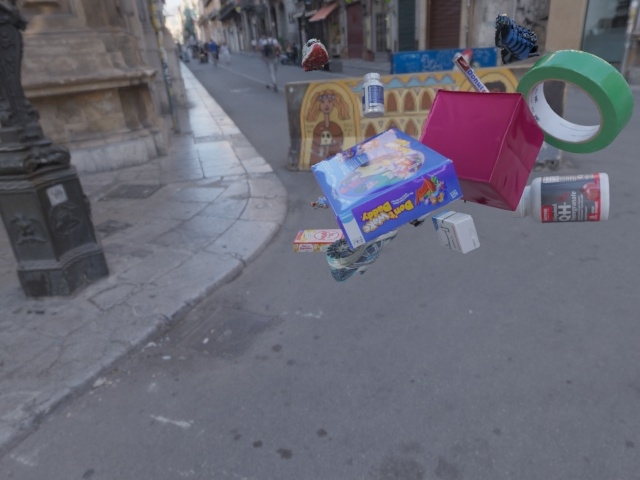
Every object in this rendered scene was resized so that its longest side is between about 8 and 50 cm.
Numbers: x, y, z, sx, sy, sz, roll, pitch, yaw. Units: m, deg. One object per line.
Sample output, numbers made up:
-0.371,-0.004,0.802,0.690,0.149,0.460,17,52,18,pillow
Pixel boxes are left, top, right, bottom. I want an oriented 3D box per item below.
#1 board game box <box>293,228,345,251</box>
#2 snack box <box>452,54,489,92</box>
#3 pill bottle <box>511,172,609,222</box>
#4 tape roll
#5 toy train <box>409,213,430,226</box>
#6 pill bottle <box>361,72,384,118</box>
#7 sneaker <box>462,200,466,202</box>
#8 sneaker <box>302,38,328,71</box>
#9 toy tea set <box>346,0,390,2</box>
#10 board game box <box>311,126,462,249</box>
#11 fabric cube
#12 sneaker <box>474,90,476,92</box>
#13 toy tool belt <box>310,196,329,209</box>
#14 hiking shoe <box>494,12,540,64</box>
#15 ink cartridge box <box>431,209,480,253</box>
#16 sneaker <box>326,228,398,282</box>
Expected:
0.000,0.000,1.790,0.193,0.045,0.147,-1,22,9,board game box
0.454,-0.467,1.298,0.022,0.178,0.064,-39,13,18,snack box
0.893,-0.155,1.662,0.318,0.177,0.176,-1,23,29,pill bottle
0.748,-0.407,1.324,0.077,0.321,0.321,-44,35,-10,tape roll
0.363,-0.213,1.958,0.142,0.334,0.190,-31,-7,-10,toy train
0.157,-0.436,1.329,0.066,0.120,0.067,-2,-3,0,pill bottle
0.539,-0.176,1.611,0.036,0.084,0.032,9,11,19,sneaker
-0.029,-0.627,1.475,0.087,0.093,0.225,-11,13,-6,sneaker
0.240,-0.788,1.299,0.335,0.124,0.200,-31,11,-1,toy tea set
0.120,-0.133,0.961,0.233,0.078,0.347,-25,26,3,board game box
0.460,-0.264,1.294,0.254,0.259,0.258,22,0,41,fabric cube
0.691,-0.611,1.876,0.061,0.065,0.158,-9,56,14,sneaker
0.007,-0.146,1.706,0.083,0.052,0.051,-6,-6,-27,toy tool belt
0.723,-0.754,1.625,0.132,0.113,0.304,2,0,32,hiking shoe
0.584,-0.040,1.916,0.085,0.148,0.203,-24,14,-7,ink cartridge box
0.127,0.028,1.337,0.283,0.122,0.110,-29,40,-32,sneaker
